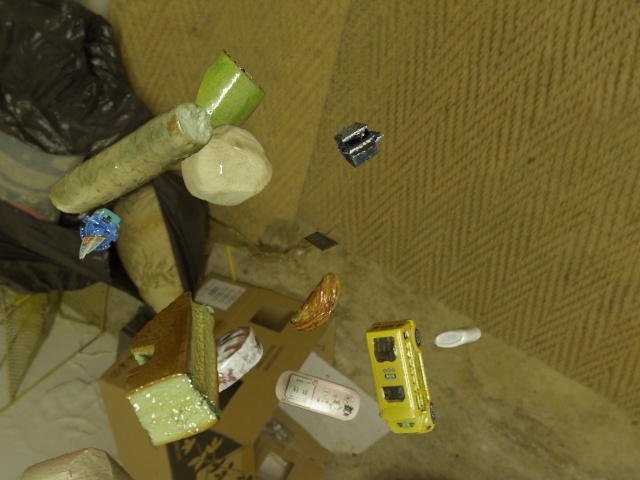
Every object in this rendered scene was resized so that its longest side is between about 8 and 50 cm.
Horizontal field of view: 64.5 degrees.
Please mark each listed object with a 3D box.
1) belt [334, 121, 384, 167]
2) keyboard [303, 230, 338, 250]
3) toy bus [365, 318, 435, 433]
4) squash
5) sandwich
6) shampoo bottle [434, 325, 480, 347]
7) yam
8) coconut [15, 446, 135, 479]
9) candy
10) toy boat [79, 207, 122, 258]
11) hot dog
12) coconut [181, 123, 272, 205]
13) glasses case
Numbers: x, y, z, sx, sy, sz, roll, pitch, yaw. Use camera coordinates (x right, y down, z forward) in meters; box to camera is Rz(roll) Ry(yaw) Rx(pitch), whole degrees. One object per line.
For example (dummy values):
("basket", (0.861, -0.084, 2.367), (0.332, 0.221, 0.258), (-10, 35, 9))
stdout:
("belt", (0.126, -0.320, 1.648), (0.128, 0.218, 0.122), (-32, 109, 0))
("keyboard", (0.000, 0.000, 1.741), (0.198, 0.063, 0.010), (31, 143, 66))
("toy bus", (0.225, 0.403, 1.463), (0.145, 0.151, 0.332), (-12, 89, 24))
("squash", (-0.303, -0.402, 1.497), (0.189, 0.189, 0.260), (45, 99, 0))
("sandwich", (-0.242, 0.201, 0.858), (0.128, 0.236, 0.122), (-20, 122, 0))
("shampoo bottle", (0.436, 0.293, 1.563), (0.108, 0.220, 0.052), (-20, 74, 32))
("yam", (-0.301, -0.111, 0.766), (0.371, 0.083, 0.083), (-16, 109, 40))
("coconut", (-0.413, 0.475, 0.864), (0.227, 0.230, 0.227), (30, 125, 55))
("candy", (-0.339, 0.435, 1.831), (0.289, 0.214, 0.157), (-35, 110, 1))
("toy boat", (-0.559, -0.002, 1.246), (0.091, 0.110, 0.175), (37, 143, -18))
("hot dog", (0.001, 0.236, 1.871), (0.114, 0.175, 0.259), (41, 118, 5))
("coconut", (-0.228, -0.181, 1.239), (0.224, 0.224, 0.225), (14, 123, 22))
("glasses case", (-0.008, 0.562, 1.840), (0.314, 0.122, 0.075), (18, 161, -1))
